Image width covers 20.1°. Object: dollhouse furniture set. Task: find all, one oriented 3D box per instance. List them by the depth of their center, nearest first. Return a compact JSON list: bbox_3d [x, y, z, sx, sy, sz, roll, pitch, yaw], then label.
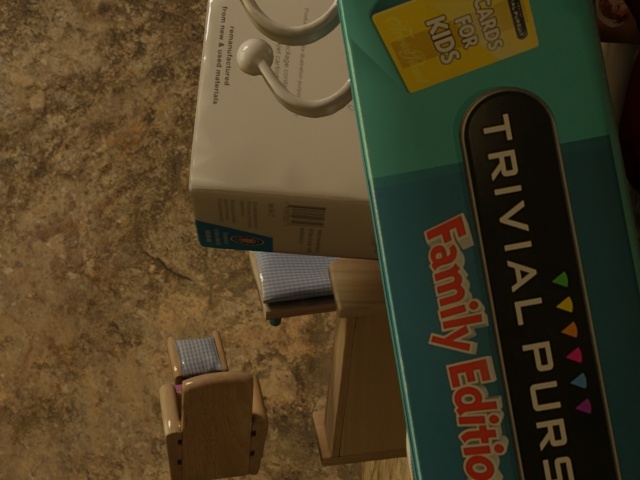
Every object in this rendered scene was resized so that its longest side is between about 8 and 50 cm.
[{"bbox_3d":[0.000,0.000,1.438,0.198,0.286,0.303,95,166,-48],"label":"dollhouse furniture set"}]

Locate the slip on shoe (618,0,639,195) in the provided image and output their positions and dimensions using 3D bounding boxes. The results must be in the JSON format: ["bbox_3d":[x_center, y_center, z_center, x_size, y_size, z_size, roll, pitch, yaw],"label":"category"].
[{"bbox_3d":[0.129,-0.101,0.555,0.331,0.101,0.123,94,176,-68],"label":"slip on shoe"}]

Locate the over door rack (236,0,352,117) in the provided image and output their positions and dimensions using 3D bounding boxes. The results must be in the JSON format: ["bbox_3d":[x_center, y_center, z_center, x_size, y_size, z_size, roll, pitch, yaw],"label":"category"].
[{"bbox_3d":[0.048,-0.231,0.790,0.324,0.108,0.239,-57,-9,-9],"label":"over door rack"}]

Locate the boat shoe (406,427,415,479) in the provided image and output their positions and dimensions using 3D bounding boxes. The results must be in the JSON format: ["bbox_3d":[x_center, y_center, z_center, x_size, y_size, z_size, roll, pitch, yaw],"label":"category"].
[{"bbox_3d":[0.104,0.174,0.885,0.091,0.114,0.302,-91,-7,-73],"label":"boat shoe"}]

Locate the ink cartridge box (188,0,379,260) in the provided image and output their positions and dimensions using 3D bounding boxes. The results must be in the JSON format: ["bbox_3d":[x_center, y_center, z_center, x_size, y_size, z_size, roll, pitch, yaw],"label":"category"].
[{"bbox_3d":[0.041,-0.083,1.163,0.171,0.233,0.168,101,174,-77],"label":"ink cartridge box"}]

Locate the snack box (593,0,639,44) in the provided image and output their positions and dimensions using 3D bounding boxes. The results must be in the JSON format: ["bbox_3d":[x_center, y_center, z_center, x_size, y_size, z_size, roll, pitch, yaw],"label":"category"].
[{"bbox_3d":[0.144,-0.166,0.721,0.022,0.064,0.178,-96,9,-69],"label":"snack box"}]

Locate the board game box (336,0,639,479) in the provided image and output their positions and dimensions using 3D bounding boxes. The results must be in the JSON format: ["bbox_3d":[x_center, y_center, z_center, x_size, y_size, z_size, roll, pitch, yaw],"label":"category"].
[{"bbox_3d":[0.076,0.043,0.635,0.254,0.079,0.336,40,-140,-79],"label":"board game box"}]

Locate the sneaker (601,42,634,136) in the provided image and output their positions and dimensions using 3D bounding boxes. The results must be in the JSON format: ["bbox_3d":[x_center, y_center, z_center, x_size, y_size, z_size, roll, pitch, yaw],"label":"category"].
[{"bbox_3d":[0.114,-0.108,0.946,0.123,0.106,0.290,17,-98,-79],"label":"sneaker"}]
